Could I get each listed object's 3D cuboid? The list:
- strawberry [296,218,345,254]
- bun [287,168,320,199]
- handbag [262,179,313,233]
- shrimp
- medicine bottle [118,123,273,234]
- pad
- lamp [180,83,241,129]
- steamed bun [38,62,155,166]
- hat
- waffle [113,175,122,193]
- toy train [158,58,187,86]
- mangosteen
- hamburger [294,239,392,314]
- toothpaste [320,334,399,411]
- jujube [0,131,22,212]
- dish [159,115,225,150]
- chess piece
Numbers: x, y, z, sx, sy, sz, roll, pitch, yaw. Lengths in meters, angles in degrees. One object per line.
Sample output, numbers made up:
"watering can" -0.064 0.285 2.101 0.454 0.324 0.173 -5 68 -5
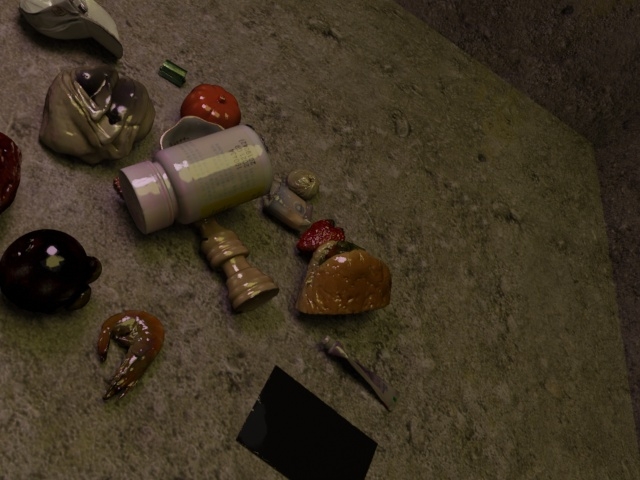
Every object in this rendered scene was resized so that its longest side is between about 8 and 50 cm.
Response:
"strawberry" 0.005 0.004 2.012 0.131 0.131 0.148 44 66 -2
"bun" -0.053 -0.195 2.144 0.115 0.069 0.115 20 48 -24
"handbag" -0.109 -0.108 2.029 0.173 0.095 0.117 36 28 -18
"shrimp" -0.459 0.264 1.521 0.150 0.068 0.248 19 44 -9
"medicine bottle" -0.333 -0.167 1.753 0.379 0.213 0.213 -23 74 -24
"pad" -0.025 0.526 1.692 0.368 0.007 0.247 39 44 -8
"lamp" -0.338 -0.399 2.011 0.188 0.164 0.187 21 49 -27
"steamed bun" -0.599 -0.363 1.765 0.275 0.206 0.320 39 41 -5
"hat" -0.733 -0.644 1.933 0.301 0.168 0.257 40 18 -40
"waffle" -0.534 -0.155 1.786 0.075 0.029 0.083 47 46 2
"toy train" -0.475 -0.543 2.088 0.093 0.056 0.038 29 51 -13
"mangosteen" -0.615 0.073 1.454 0.210 0.210 0.209 19 50 -25
"hamburger" 0.076 0.100 1.906 0.330 0.162 0.208 -9 104 -33
"toothpaste" 0.116 0.379 1.874 0.301 0.048 0.075 43 16 -13
"jujube" -0.795 -0.133 1.466 0.197 0.197 0.290 27 41 -19
"dish" -0.371 -0.251 1.918 0.230 0.081 0.229 6 75 -22
"chess piece" -0.251 0.044 1.804 0.139 0.124 0.307 -30 74 -14
